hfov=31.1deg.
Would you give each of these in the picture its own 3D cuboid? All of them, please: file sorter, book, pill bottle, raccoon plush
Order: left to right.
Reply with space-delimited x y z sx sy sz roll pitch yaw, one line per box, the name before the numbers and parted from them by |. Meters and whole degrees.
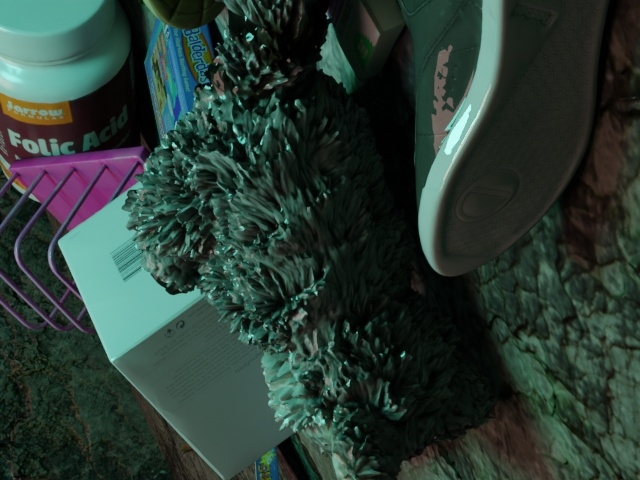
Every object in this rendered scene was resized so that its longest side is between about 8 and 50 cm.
pill bottle | -0.375 -0.238 1.635 0.224 0.224 0.392 58 161 24
file sorter | -0.316 0.014 1.567 0.290 0.182 0.202 -1 140 41
raccoon plush | 0.000 0.000 0.862 0.299 0.216 0.446 48 163 28
book | 0.014 -0.205 0.886 0.144 0.035 0.096 62 166 9

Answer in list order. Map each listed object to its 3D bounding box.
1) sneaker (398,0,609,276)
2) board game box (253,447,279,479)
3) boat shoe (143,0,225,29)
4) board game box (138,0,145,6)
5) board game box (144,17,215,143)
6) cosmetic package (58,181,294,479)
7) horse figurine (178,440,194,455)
sneaker | 0.084 -0.119 0.682 0.147 0.104 0.296 54 153 39
board game box | -0.081 0.357 1.719 0.136 0.035 0.201 92 172 -53
boat shoe | -0.192 -0.374 1.124 0.123 0.123 0.342 30 146 59
board game box | -0.282 -0.418 1.398 0.260 0.030 0.136 60 -177 18
board game box | -0.159 -0.174 1.333 0.210 0.047 0.160 140 118 -71
cosmetic package | -0.136 0.088 1.200 0.225 0.138 0.224 54 178 -39
horse figurine | -0.180 0.316 1.991 0.174 0.066 0.263 38 144 17
